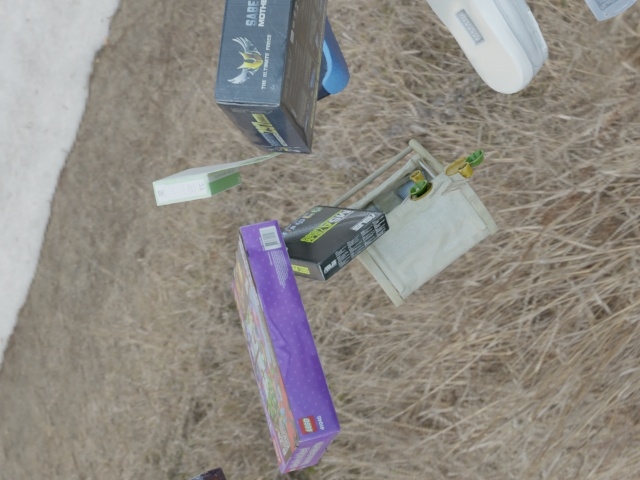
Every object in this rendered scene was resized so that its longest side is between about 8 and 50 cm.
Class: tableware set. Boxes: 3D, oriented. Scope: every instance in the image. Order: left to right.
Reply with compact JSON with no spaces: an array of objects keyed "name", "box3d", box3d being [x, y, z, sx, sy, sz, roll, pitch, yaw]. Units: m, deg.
[{"name":"tableware set","box3d":[0.201,-0.110,1.349,0.024,0.104,0.154,51,150,-18]}]

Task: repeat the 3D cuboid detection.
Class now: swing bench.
[{"name":"swing bench","box3d":[0.175,-0.042,1.645,0.253,0.165,0.254,-37,29,0]}]

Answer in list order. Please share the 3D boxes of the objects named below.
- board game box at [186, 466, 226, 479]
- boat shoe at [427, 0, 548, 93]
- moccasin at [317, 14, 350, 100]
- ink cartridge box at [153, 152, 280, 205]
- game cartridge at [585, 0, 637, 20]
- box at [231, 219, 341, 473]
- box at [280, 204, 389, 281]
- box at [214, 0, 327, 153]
[{"name":"board game box","box3d":[-0.099,0.365,0.573,0.208,0.056,0.346,-25,78,8]},{"name":"boat shoe","box3d":[0.141,-0.219,0.704,0.184,0.063,0.066,52,153,-9]},{"name":"moccasin","box3d":[-0.066,-0.334,1.151,0.117,0.138,0.341,-28,53,16]},{"name":"ink cartridge box","box3d":[-0.193,-0.127,1.620,0.235,0.171,0.056,-7,101,17]},{"name":"game cartridge","box3d":[0.415,-0.347,1.135,0.056,0.017,0.083,59,144,-1]},{"name":"box","box3d":[-0.056,0.147,1.088,0.201,0.057,0.293,107,148,-62]},{"name":"box","box3d":[0.000,0.000,1.500,0.184,0.191,0.045,7,125,47]},{"name":"box","box3d":[-0.034,-0.207,0.715,0.059,0.183,0.232,6,86,9]}]
